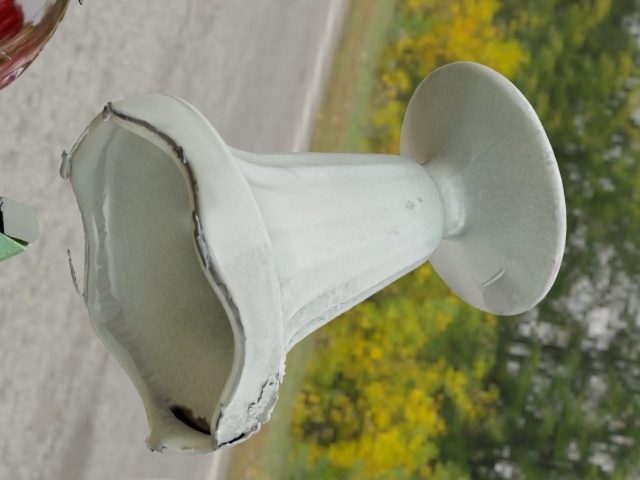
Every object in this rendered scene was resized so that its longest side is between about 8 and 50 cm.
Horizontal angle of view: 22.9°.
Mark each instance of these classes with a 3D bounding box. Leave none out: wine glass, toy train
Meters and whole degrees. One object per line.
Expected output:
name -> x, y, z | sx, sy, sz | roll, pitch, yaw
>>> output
wine glass -> 0.000, 0.000, 0.726 | 0.165, 0.196, 0.165 | 33, -51, 53
toy train -> -0.273, 0.001, 1.135 | 0.071, 0.148, 0.038 | 31, 47, -45

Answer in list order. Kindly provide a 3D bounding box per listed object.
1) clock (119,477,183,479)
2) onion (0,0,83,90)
clock -> -0.153, 0.286, 0.777 | 0.250, 0.376, 0.368 | 67, 42, -62
onion -> -0.205, -0.200, 0.693 | 0.314, 0.232, 0.314 | 54, -20, 31
